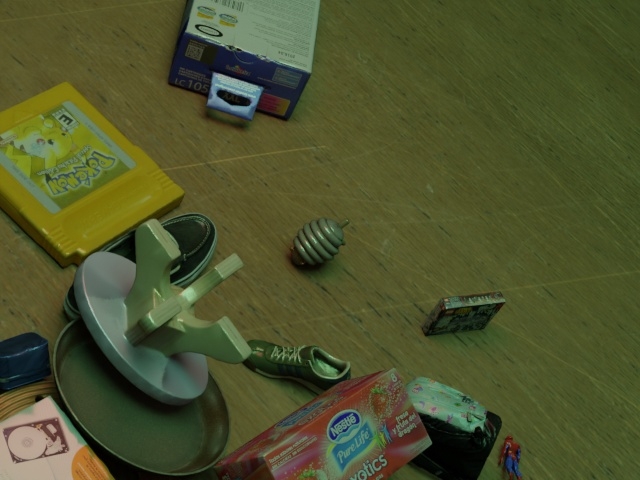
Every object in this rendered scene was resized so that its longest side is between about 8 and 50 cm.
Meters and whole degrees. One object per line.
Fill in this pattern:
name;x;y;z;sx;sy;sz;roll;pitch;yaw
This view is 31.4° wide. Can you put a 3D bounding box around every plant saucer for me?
plant saucer;-0.280;0.242;1.751;0.311;0.050;0.310;30;31;-20

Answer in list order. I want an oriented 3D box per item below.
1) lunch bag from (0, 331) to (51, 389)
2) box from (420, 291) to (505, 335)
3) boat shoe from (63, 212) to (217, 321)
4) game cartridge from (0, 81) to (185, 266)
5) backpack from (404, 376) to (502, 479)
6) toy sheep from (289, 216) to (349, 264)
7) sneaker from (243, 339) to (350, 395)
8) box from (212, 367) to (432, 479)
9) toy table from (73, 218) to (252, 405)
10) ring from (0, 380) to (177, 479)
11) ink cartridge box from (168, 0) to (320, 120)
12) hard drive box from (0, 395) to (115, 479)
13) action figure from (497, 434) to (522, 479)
lunch bag;-0.465;0.189;1.741;0.098;0.065;0.067;-17;24;-33
box;0.266;0.137;2.123;0.137;0.094;0.027;-5;54;-28
boat shoe;-0.286;0.033;1.926;0.121;0.119;0.335;41;47;11
game cartridge;-0.448;-0.123;2.028;0.324;0.052;0.285;41;47;12
backpack;0.204;0.316;1.924;0.182;0.152;0.115;23;40;11
toy sheep;0.000;0.000;2.097;0.091;0.132;0.091;47;11;-12
sneaker;-0.035;0.201;1.929;0.192;0.086;0.064;24;46;-6
box;0.006;0.333;1.768;0.300;0.154;0.142;-28;93;-38
toy table;-0.236;0.105;1.736;0.274;0.161;0.252;47;34;-10
ring;-0.376;0.357;1.674;0.337;0.032;0.336;13;49;-15
ink cartridge box;-0.154;-0.422;2.351;0.270;0.151;0.395;16;46;-12
hard drive box;-0.425;0.352;1.572;0.232;0.089;0.181;-29;68;-39
action figure;0.334;0.387;1.990;0.038;0.030;0.115;23;41;-14
